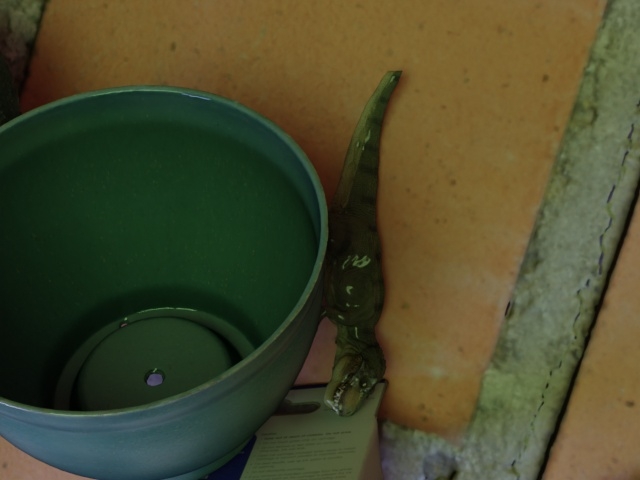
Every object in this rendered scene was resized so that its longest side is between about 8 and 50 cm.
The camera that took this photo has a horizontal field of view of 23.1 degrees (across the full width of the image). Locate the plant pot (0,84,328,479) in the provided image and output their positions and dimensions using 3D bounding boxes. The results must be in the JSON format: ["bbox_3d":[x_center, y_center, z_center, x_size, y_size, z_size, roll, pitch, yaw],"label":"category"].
[{"bbox_3d":[-0.133,0.059,1.139,0.293,0.196,0.293,-3,50,3],"label":"plant pot"}]

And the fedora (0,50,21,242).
[{"bbox_3d":[-0.372,-0.074,1.281,0.334,0.152,0.334,0,92,16],"label":"fedora"}]

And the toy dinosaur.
[{"bbox_3d":[0.000,0.000,1.229,0.118,0.064,0.268,3,88,13],"label":"toy dinosaur"}]

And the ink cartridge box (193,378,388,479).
[{"bbox_3d":[-0.060,0.221,1.114,0.175,0.371,0.069,-7,116,16],"label":"ink cartridge box"}]
